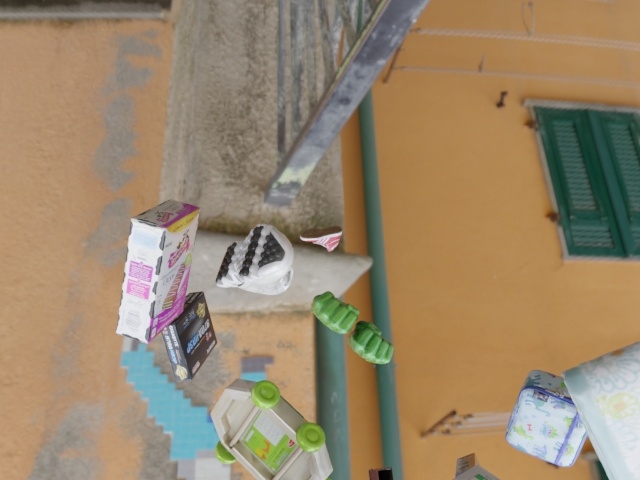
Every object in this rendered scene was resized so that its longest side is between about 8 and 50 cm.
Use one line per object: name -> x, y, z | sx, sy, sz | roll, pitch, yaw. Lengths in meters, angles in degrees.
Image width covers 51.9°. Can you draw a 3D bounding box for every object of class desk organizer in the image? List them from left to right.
desk organizer -> 0.149, 0.605, 1.551 | 0.050, 0.130, 0.047 | -10, 164, 13

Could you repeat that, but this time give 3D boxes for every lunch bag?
lunch bag -> 0.539, 0.416, 1.531 | 0.176, 0.090, 0.218 | 20, 128, 18

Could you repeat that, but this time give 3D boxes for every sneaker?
sneaker -> -0.095, 0.045, 1.174 | 0.118, 0.110, 0.292 | 24, 165, -17
sneaker -> 0.000, 0.000, 1.779 | 0.119, 0.042, 0.067 | -8, 135, -17

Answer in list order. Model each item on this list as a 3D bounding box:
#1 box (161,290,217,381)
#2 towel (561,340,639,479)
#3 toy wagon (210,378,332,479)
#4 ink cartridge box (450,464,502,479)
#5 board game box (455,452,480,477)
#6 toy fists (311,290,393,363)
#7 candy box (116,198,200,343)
box -> -0.367, 0.264, 1.844 | 0.051, 0.175, 0.220 | -8, -164, 14
towel -> 0.575, 0.276, 0.986 | 0.321, 0.090, 0.374 | -27, 114, 11
toy wagon -> -0.078, 0.438, 1.335 | 0.344, 0.068, 0.267 | 41, 132, 11
ink cartridge box -> 0.182, 0.380, 0.800 | 0.225, 0.056, 0.181 | -15, -158, -32
board game box -> 0.332, 0.549, 1.274 | 0.042, 0.243, 0.165 | -25, 168, 9
toy fists -> 0.091, 0.248, 1.867 | 0.279, 0.096, 0.142 | 43, 175, -6
candy box -> -0.304, 0.054, 1.240 | 0.071, 0.159, 0.233 | 16, 110, 9
